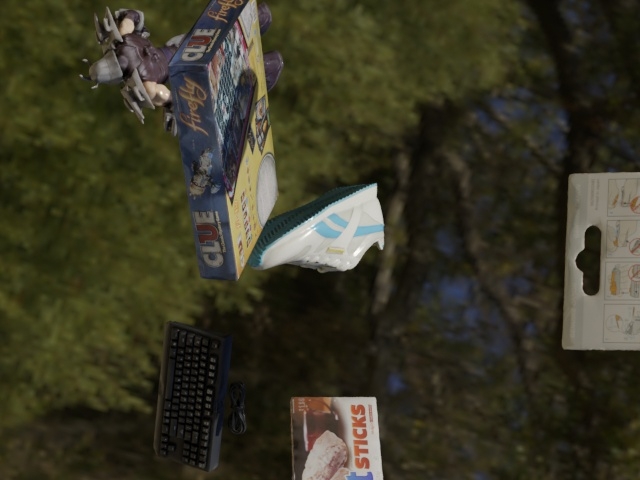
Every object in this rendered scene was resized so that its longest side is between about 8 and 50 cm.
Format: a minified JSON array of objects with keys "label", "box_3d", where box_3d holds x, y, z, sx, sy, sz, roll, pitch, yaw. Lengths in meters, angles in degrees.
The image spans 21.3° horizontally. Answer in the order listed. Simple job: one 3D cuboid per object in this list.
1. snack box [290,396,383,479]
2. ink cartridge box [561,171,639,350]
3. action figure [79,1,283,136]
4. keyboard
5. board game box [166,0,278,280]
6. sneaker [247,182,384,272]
[{"label":"snack box","box_3d":[0.013,0.183,1.198,0.178,0.064,0.022,-94,-174,-46]},{"label":"ink cartridge box","box_3d":[0.364,0.023,1.687,0.232,0.066,0.189,-2,-104,26]},{"label":"action figure","box_3d":[-0.186,-0.229,2.213,0.099,0.285,0.185,-34,-108,54]},{"label":"keyboard","box_3d":[-0.133,0.180,1.918,0.023,0.108,0.180,-60,160,-60]},{"label":"board game box","box_3d":[-0.093,-0.106,1.696,0.165,0.042,0.243,-66,155,-54]},{"label":"sneaker","box_3d":[0.000,0.000,2.093,0.087,0.228,0.092,-4,-75,46]}]
